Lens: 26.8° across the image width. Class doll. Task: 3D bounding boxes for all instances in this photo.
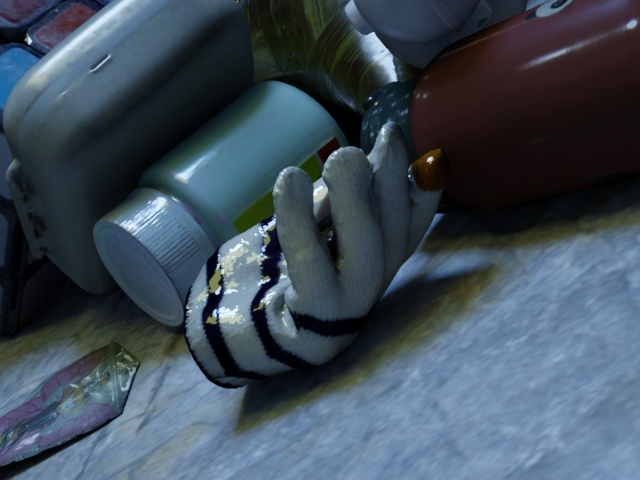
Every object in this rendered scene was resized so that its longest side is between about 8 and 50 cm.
[{"bbox_3d":[0.089,-0.206,1.073,0.151,0.151,0.287,-28,0,15],"label":"doll"}]

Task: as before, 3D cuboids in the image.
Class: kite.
[{"bbox_3d":[-0.318,0.200,1.201,0.360,0.022,0.204,-33,16,-3],"label":"kite"}]

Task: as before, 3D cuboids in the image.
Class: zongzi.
[{"bbox_3d":[0.000,-0.154,1.390,0.403,0.208,0.432,-28,32,36],"label":"zongzi"}]

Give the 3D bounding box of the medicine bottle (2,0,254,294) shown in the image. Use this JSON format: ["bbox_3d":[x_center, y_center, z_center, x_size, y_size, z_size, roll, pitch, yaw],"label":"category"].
[{"bbox_3d":[-0.180,-0.097,1.342,0.282,0.123,0.375,-45,-15,-19],"label":"medicine bottle"}]

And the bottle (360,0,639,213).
[{"bbox_3d":[0.167,-0.102,0.968,0.336,0.144,0.144,-14,25,49],"label":"bottle"}]

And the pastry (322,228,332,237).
[{"bbox_3d":[0.001,-0.001,1.093,0.140,0.080,0.056,-39,29,-22],"label":"pastry"}]

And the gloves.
[{"bbox_3d":[0.006,0.014,0.969,0.219,0.131,0.140,-28,-4,14],"label":"gloves"}]

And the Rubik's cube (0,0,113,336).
[{"bbox_3d":[-0.382,-0.163,1.565,0.359,0.363,0.362,-47,-12,-43],"label":"Rubik's cube"}]

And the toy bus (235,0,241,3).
[{"bbox_3d":[-0.101,-0.247,1.795,0.138,0.175,0.287,-29,17,10],"label":"toy bus"}]

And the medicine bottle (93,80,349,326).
[{"bbox_3d":[-0.087,-0.036,1.240,0.225,0.139,0.139,-41,19,-27],"label":"medicine bottle"}]
